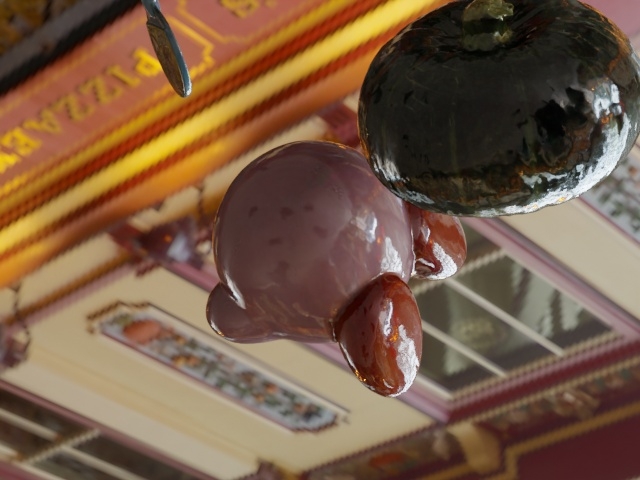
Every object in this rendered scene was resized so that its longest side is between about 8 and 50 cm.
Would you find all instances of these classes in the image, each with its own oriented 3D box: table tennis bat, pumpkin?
[{"bbox_3d":[-0.183,-0.237,1.739,0.019,0.155,0.100,-24,-157,-14],"label":"table tennis bat"},{"bbox_3d":[0.104,-0.080,0.870,0.167,0.167,0.125,2,-77,48],"label":"pumpkin"}]

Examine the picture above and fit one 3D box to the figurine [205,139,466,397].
[{"bbox_3d":[0.006,-0.003,1.641,0.261,0.211,0.270,10,-136,20],"label":"figurine"}]
